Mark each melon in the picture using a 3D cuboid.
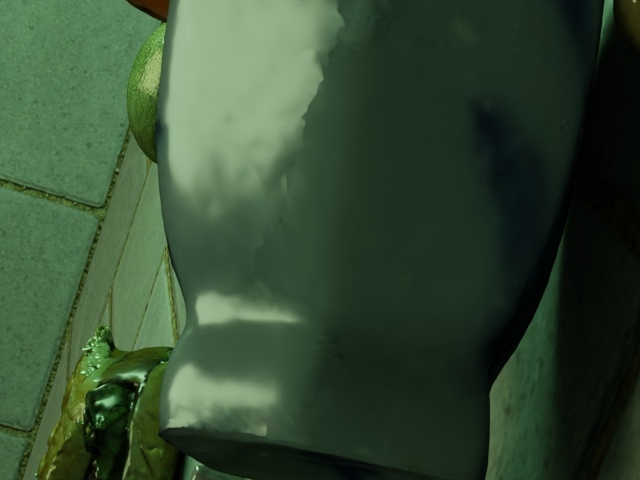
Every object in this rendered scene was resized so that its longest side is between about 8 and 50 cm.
[{"bbox_3d":[-0.146,-0.172,1.818,0.139,0.139,0.192,-119,44,-73],"label":"melon"}]

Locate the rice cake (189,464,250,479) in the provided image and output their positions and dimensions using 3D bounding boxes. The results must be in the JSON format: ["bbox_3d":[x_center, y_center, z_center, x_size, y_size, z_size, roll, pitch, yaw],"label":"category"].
[{"bbox_3d":[-0.076,0.259,1.052,0.050,0.106,0.298,-73,6,-52],"label":"rice cake"}]

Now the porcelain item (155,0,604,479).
[{"bbox_3d":[0.035,-0.092,0.730,0.242,0.179,0.405,67,-146,-73],"label":"porcelain item"}]

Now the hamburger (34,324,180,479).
[{"bbox_3d":[-0.219,0.233,1.657,0.265,0.134,0.285,117,171,-49],"label":"hamburger"}]

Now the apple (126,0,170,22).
[{"bbox_3d":[-0.058,-0.246,1.273,0.272,0.252,0.206,31,106,65],"label":"apple"}]

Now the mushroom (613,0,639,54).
[{"bbox_3d":[0.173,-0.154,0.617,0.059,0.054,0.202,-90,25,-56],"label":"mushroom"}]
